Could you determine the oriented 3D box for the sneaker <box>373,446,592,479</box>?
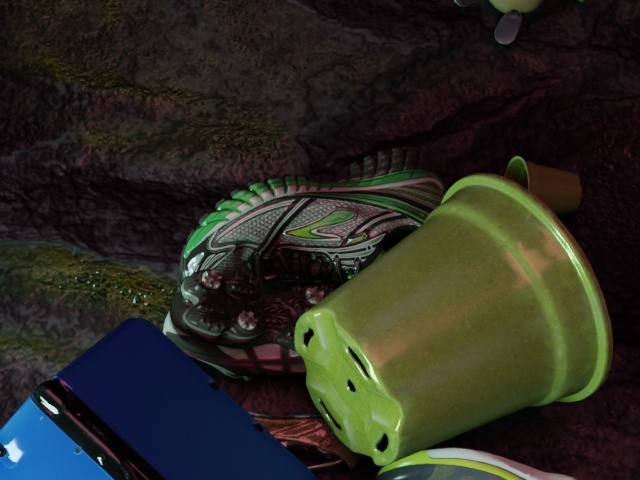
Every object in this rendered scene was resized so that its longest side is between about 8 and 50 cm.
[{"bbox_3d":[0.199,0.302,1.601,0.300,0.111,0.121,12,68,10],"label":"sneaker"}]

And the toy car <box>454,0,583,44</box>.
[{"bbox_3d":[0.268,-0.354,1.976,0.155,0.149,0.188,44,78,9],"label":"toy car"}]

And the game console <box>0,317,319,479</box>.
[{"bbox_3d":[-0.188,0.268,1.561,0.293,0.173,0.250,42,98,6],"label":"game console"}]

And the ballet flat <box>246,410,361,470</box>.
[{"bbox_3d":[-0.051,0.222,1.656,0.206,0.073,0.067,3,74,3],"label":"ballet flat"}]

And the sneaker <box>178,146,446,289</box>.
[{"bbox_3d":[0.000,0.000,1.749,0.344,0.134,0.146,-16,62,-13],"label":"sneaker"}]

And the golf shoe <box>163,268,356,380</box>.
[{"bbox_3d":[-0.046,0.110,1.708,0.273,0.120,0.105,18,51,-19],"label":"golf shoe"}]

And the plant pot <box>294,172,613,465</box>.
[{"bbox_3d":[0.123,0.103,1.594,0.254,0.276,0.276,-27,64,-26],"label":"plant pot"}]

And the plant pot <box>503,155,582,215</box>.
[{"bbox_3d":[0.275,-0.059,1.836,0.079,0.083,0.083,3,59,-15],"label":"plant pot"}]
